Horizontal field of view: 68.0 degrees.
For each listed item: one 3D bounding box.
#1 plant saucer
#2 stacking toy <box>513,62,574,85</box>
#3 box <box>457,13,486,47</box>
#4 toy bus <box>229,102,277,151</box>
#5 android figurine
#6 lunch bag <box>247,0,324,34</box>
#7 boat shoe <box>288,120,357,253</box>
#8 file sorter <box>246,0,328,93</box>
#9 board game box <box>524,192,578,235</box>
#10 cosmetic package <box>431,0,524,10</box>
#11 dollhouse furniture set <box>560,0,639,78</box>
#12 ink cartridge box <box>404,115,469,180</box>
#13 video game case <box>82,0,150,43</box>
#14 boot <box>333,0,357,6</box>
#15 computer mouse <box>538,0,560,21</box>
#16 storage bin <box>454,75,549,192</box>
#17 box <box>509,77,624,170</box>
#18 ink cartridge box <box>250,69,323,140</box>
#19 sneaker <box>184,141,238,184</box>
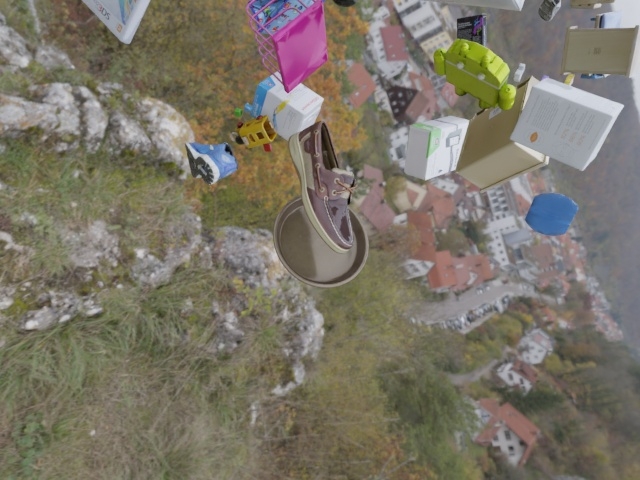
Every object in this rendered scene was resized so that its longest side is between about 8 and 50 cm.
[{"bbox_3d":[0.000,0.000,1.315,0.277,0.041,0.278,7,69,-18],"label":"plant saucer"},{"bbox_3d":[0.718,-0.478,1.544,0.052,0.167,0.221,-62,155,-8],"label":"stacking toy"},{"bbox_3d":[0.573,-0.763,1.795,0.029,0.116,0.162,-23,116,-32],"label":"box"},{"bbox_3d":[-0.283,-0.431,1.932,0.191,0.202,0.104,23,44,-4],"label":"toy bus"},{"bbox_3d":[0.414,-0.442,1.274,0.248,0.056,0.273,37,4,16],"label":"android figurine"},{"bbox_3d":[-0.100,-0.950,1.886,0.221,0.293,0.138,-24,92,-54],"label":"lunch bag"},{"bbox_3d":[0.027,-0.140,1.186,0.123,0.123,0.342,8,61,-56],"label":"boat shoe"},{"bbox_3d":[-0.115,-0.701,1.624,0.182,0.202,0.291,47,-7,14],"label":"file sorter"},{"bbox_3d":[0.756,-0.093,1.554,0.033,0.133,0.169,-52,155,-41],"label":"board game box"},{"bbox_3d":[0.290,-0.655,1.061,0.155,0.365,0.197,-3,115,-57],"label":"cosmetic package"},{"bbox_3d":[0.908,-0.633,1.424,0.303,0.198,0.286,-22,121,-33],"label":"dollhouse furniture set"},{"bbox_3d":[0.475,-0.377,1.910,0.273,0.114,0.198,-21,125,-36],"label":"ink cartridge box"},{"bbox_3d":[-0.549,-0.768,1.304,0.300,0.329,0.036,46,24,18],"label":"video game case"},{"bbox_3d":[0.076,-0.878,1.337,0.260,0.131,0.348,8,90,-74],"label":"boot"},{"bbox_3d":[0.833,-0.864,1.697,0.106,0.042,0.193,50,2,12],"label":"computer mouse"},{"bbox_3d":[0.566,-0.320,1.450,0.123,0.262,0.260,27,68,-15],"label":"storage bin"},{"bbox_3d":[0.526,-0.253,1.023,0.091,0.170,0.130,-33,146,-39],"label":"box"},{"bbox_3d":[-0.141,-0.560,1.993,0.232,0.168,0.171,35,49,5],"label":"ink cartridge box"},{"bbox_3d":[-0.400,-0.296,1.760,0.147,0.330,0.130,-20,123,-27],"label":"sneaker"}]
